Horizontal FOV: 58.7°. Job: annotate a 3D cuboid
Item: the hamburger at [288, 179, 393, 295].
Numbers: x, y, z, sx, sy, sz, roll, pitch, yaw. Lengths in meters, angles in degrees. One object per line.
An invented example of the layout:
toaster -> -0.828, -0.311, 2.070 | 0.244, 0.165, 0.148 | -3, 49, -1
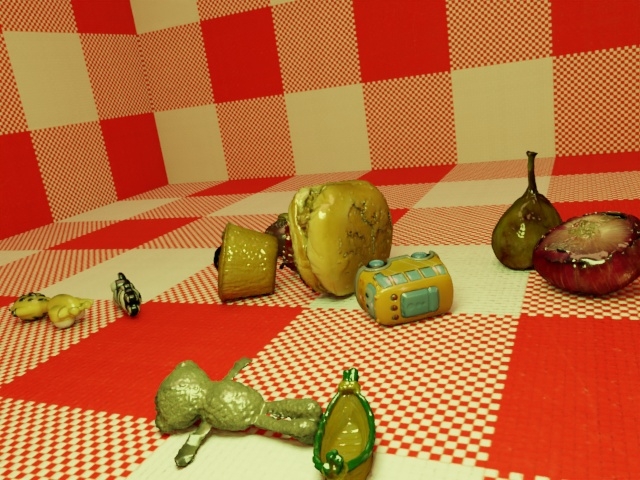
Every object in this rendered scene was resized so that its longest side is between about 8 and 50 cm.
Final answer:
hamburger -> 0.057, -0.009, 1.452 | 0.174, 0.283, 0.305 | 3, 15, 41

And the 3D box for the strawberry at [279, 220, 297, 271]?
strawberry -> 0.000, 0.000, 1.637 | 0.178, 0.233, 0.234 | 14, 23, 21

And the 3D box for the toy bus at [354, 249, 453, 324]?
toy bus -> 0.190, 0.112, 1.258 | 0.210, 0.126, 0.136 | -11, 24, -11

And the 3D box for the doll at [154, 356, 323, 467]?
doll -> -0.139, 0.265, 0.932 | 0.286, 0.091, 0.202 | -17, 48, 7

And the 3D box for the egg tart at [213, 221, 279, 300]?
egg tart -> -0.201, 0.064, 1.525 | 0.171, 0.215, 0.215 | 6, 14, -5

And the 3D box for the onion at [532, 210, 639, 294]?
onion -> 0.601, 0.033, 1.260 | 0.248, 0.161, 0.248 | -15, 7, 2

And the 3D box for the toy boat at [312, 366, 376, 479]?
toy boat -> 0.034, 0.272, 0.809 | 0.089, 0.088, 0.229 | -6, 16, 11

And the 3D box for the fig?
fig -> 0.547, -0.062, 1.443 | 0.191, 0.290, 0.190 | 12, 28, -7

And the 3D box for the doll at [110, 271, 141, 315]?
doll -> -0.530, 0.150, 1.549 | 0.067, 0.090, 0.219 | -16, 15, -23

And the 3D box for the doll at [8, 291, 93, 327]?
doll -> -0.731, 0.183, 1.541 | 0.291, 0.086, 0.117 | -2, 21, 30

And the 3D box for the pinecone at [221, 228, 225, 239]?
pinecone -> -0.326, -0.015, 2.086 | 0.077, 0.077, 0.083 | -10, 6, -8

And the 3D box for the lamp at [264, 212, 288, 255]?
lamp -> -0.112, -0.022, 1.871 | 0.158, 0.134, 0.156 | -13, 15, -11
